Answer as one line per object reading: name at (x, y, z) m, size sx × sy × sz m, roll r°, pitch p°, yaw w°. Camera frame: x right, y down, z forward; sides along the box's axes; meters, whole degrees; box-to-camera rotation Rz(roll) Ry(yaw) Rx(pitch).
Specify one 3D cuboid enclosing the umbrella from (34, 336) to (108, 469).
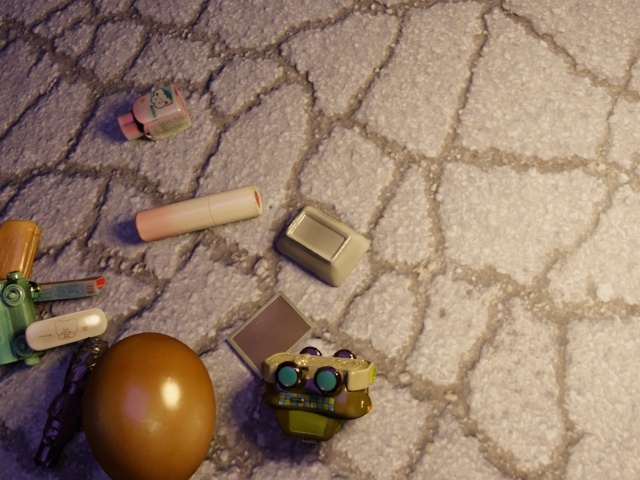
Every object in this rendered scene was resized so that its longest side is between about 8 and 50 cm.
umbrella at (-0.605, 0.393, 1.528) m, size 0.094 × 0.090 × 0.325 m, roll 12°, pitch 70°, yaw 13°

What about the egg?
egg at (-0.374, 0.375, 1.380) m, size 0.283 × 0.282 × 0.350 m, roll -13°, pitch 71°, yaw 6°

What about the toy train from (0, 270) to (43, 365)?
toy train at (-0.798, 0.206, 1.609) m, size 0.159 × 0.101 × 0.248 m, roll -10°, pitch 91°, yaw 1°

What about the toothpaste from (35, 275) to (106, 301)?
toothpaste at (-0.672, 0.129, 1.679) m, size 0.194 × 0.070 × 0.044 m, roll -6°, pitch 96°, yaw 9°

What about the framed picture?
framed picture at (-0.121, 0.230, 1.539) m, size 0.183 × 0.011 × 0.142 m, roll -43°, pitch 66°, yaw -8°

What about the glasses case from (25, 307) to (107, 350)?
glasses case at (-0.642, 0.224, 1.587) m, size 0.194 × 0.049 × 0.074 m, roll -12°, pitch 85°, yaw -29°

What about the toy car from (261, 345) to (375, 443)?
toy car at (-0.006, 0.351, 1.389) m, size 0.248 × 0.204 × 0.198 m, roll 2°, pitch 91°, yaw 14°

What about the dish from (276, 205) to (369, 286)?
dish at (0.000, 0.000, 1.576) m, size 0.213 × 0.077 × 0.151 m, roll 32°, pitch 77°, yaw 22°

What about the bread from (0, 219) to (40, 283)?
bread at (-0.861, 0.039, 1.744) m, size 0.116 × 0.077 × 0.200 m, roll 4°, pitch 68°, yaw 5°

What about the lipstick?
lipstick at (-0.323, -0.072, 1.668) m, size 0.327 × 0.087 × 0.087 m, roll -12°, pitch 65°, yaw 7°

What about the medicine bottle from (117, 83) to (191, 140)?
medicine bottle at (-0.485, -0.360, 1.821) m, size 0.188 × 0.094 × 0.119 m, roll -22°, pitch 63°, yaw 1°
